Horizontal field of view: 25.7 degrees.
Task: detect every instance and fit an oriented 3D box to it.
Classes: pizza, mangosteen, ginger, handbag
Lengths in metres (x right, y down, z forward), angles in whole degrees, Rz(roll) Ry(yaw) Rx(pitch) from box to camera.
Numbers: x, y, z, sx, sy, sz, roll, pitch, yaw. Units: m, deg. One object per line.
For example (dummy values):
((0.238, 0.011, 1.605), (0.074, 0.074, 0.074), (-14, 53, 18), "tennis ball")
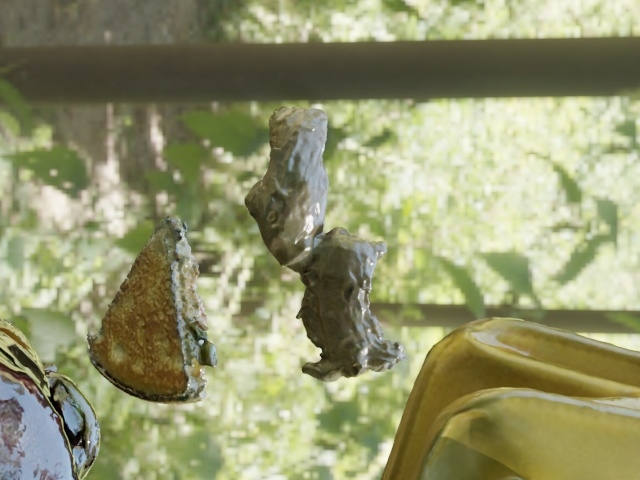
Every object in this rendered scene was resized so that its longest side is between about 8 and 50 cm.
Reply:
((-0.165, 0.071, 1.461), (0.052, 0.185, 0.195), (7, 97, -52), "pizza")
((-0.448, 0.276, 1.620), (0.421, 0.381, 0.381), (26, 64, -87), "mangosteen")
((0.001, 0.002, 1.427), (0.084, 0.122, 0.290), (-30, 102, -77), "ginger")
((0.140, 0.259, 0.686), (0.133, 0.283, 0.401), (-126, -130, -79), "handbag")
